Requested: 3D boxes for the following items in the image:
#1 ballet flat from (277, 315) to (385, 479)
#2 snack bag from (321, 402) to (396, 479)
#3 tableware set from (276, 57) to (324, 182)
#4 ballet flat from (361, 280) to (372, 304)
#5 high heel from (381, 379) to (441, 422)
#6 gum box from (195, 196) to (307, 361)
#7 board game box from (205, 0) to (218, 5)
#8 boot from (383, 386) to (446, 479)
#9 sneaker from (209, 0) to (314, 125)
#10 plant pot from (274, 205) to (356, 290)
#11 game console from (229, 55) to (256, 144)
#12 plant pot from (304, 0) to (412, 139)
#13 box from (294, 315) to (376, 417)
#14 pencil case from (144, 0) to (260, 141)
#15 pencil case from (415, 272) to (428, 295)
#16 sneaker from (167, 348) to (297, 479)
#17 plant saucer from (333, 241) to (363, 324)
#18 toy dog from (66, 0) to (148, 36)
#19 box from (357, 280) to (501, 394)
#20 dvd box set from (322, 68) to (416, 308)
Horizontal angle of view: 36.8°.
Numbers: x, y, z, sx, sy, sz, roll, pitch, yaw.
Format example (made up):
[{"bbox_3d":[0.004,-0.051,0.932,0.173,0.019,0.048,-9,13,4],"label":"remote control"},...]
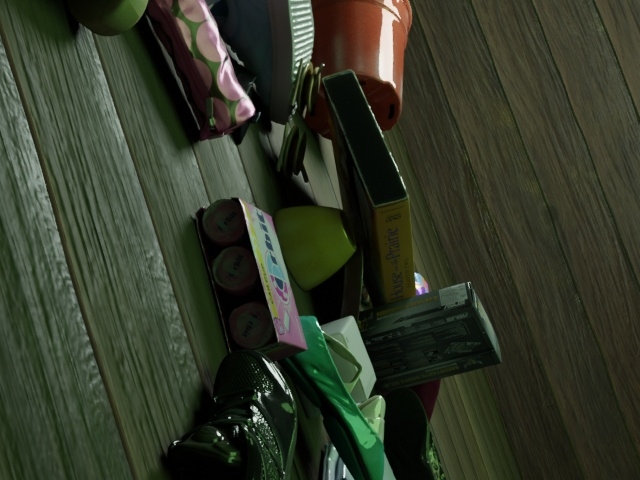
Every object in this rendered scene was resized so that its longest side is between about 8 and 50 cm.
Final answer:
[{"bbox_3d":[0.030,0.198,1.196,0.247,0.087,0.083,57,-16,2],"label":"ballet flat"},{"bbox_3d":[0.078,0.404,1.322,0.342,0.037,0.323,-76,145,-68],"label":"snack bag"},{"bbox_3d":[-0.024,-0.195,1.572,0.128,0.039,0.194,13,90,-82],"label":"tableware set"},{"bbox_3d":[0.128,0.080,1.947,0.241,0.077,0.091,-9,78,-77],"label":"ballet flat"},{"bbox_3d":[0.206,0.351,1.757,0.082,0.117,0.244,-64,133,-73],"label":"high heel"},{"bbox_3d":[-0.082,0.045,1.137,0.107,0.062,0.188,35,37,-69],"label":"gum box"},{"bbox_3d":[-0.122,-0.474,1.225,0.308,0.302,0.086,56,18,-48],"label":"board game box"},{"bbox_3d":[0.169,0.387,1.645,0.178,0.085,0.236,58,17,-57],"label":"boot"},{"bbox_3d":[-0.097,-0.334,1.533,0.366,0.150,0.135,91,17,-54],"label":"sneaker"},{"bbox_3d":[0.000,0.000,1.481,0.134,0.095,0.134,-19,90,-77],"label":"plant pot"},{"bbox_3d":[-0.136,-0.215,1.433,0.107,0.071,0.122,35,21,-12],"label":"game console"},{"bbox_3d":[0.062,-0.363,1.989,0.272,0.272,0.265,54,28,-50],"label":"plant pot"},{"bbox_3d":[0.015,0.169,1.298,0.101,0.087,0.102,-38,107,-77],"label":"box"},{"bbox_3d":[-0.157,-0.229,1.199,0.209,0.095,0.098,64,29,-16],"label":"pencil case"},{"bbox_3d":[0.206,0.185,2.067,0.104,0.104,0.236,49,23,-58],"label":"pencil case"},{"bbox_3d":[-0.078,0.175,0.895,0.130,0.087,0.227,67,17,-44],"label":"sneaker"},{"bbox_3d":[0.042,0.085,1.543,0.168,0.029,0.168,-174,-90,-85],"label":"plant saucer"},{"bbox_3d":[-0.228,-0.379,0.951,0.220,0.161,0.333,-17,87,-78],"label":"toy dog"},{"bbox_3d":[0.174,0.170,1.642,0.183,0.231,0.056,56,23,-45],"label":"box"},{"bbox_3d":[0.090,-0.041,1.666,0.420,0.062,0.307,79,-6,-52],"label":"dvd box set"}]
